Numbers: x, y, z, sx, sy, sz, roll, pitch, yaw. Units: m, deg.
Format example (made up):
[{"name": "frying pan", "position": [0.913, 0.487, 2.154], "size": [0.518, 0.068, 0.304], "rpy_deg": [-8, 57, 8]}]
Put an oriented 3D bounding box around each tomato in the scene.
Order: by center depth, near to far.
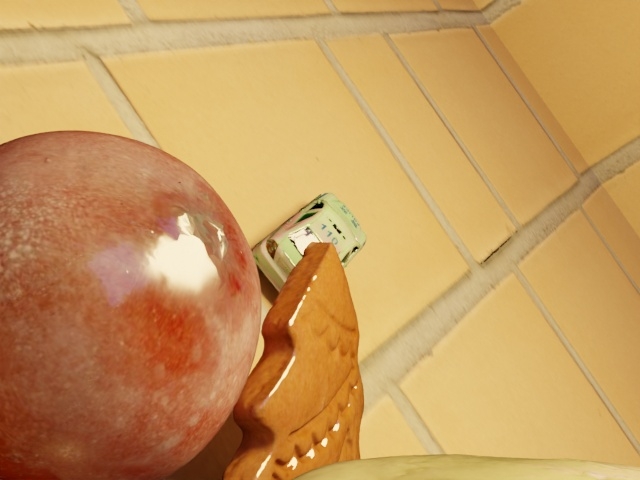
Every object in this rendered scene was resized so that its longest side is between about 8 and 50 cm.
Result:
[{"name": "tomato", "position": [-0.164, 0.044, 0.659], "size": [0.270, 0.227, 0.270], "rpy_deg": [38, 33, -30]}]

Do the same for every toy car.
[{"name": "toy car", "position": [0.000, 0.000, 1.082], "size": [0.090, 0.076, 0.224], "rpy_deg": [51, 30, -2]}]

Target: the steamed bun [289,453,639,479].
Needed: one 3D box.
[{"name": "steamed bun", "position": [0.114, 0.291, 0.596], "size": [0.456, 0.371, 0.290], "rpy_deg": [-13, 92, -64]}]

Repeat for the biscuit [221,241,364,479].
[{"name": "biscuit", "position": [-0.009, 0.153, 0.783], "size": [0.284, 0.043, 0.306], "rpy_deg": [15, 80, -66]}]
